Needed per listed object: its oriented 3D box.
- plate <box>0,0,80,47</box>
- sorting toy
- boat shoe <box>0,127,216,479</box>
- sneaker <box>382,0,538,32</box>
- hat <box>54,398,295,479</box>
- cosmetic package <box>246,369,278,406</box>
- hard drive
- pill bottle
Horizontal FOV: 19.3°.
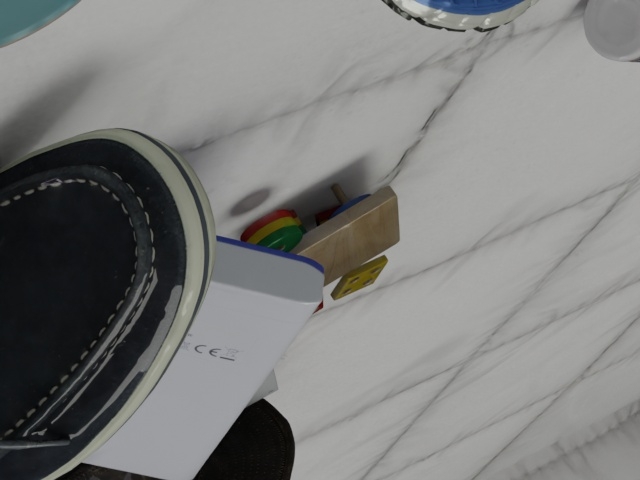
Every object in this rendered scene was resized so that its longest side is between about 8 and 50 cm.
[{"bbox_3d":[-0.160,-0.139,0.955,0.188,0.024,0.188,-29,164,-9],"label":"plate"},{"bbox_3d":[0.000,0.000,1.616,0.132,0.046,0.274,-30,163,-6],"label":"sorting toy"},{"bbox_3d":[-0.279,0.101,1.169,0.500,0.187,0.156,-31,171,17],"label":"boat shoe"},{"bbox_3d":[0.132,-0.230,1.099,0.330,0.130,0.147,-25,149,-33],"label":"sneaker"},{"bbox_3d":[-0.189,0.216,1.671,0.331,0.331,0.134,-34,123,6],"label":"hat"},{"bbox_3d":[-0.089,0.071,1.570,0.060,0.099,0.239,-30,163,-7],"label":"cosmetic package"},{"bbox_3d":[-0.149,0.083,1.404,0.210,0.040,0.318,14,147,-15],"label":"hard drive"},{"bbox_3d":[0.270,-0.179,1.548,0.067,0.067,0.120,-41,161,29],"label":"pill bottle"}]
